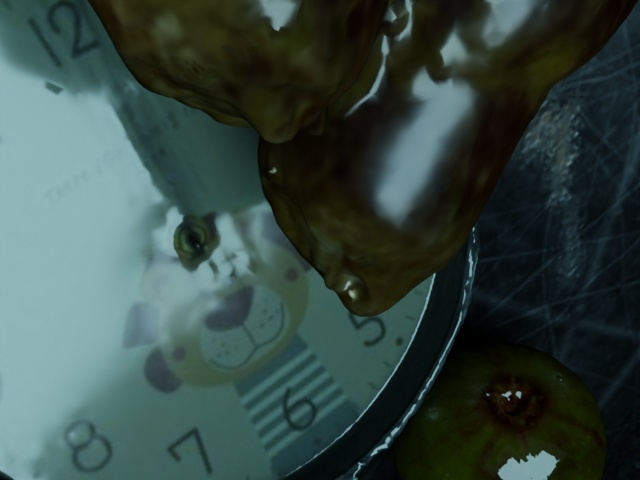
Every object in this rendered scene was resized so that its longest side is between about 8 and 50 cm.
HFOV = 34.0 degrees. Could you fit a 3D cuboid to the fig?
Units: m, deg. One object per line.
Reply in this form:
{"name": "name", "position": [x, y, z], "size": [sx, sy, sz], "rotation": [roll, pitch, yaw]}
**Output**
{"name": "fig", "position": [0.110, 0.156, 0.664], "size": [0.124, 0.124, 0.236], "rotation": [-24, 142, -13]}

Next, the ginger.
{"name": "ginger", "position": [0.055, -0.198, 0.394], "size": [0.254, 0.176, 0.418], "rotation": [40, 78, -39]}

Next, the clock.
{"name": "clock", "position": [-0.062, -0.002, 0.501], "size": [0.313, 0.061, 0.312], "rotation": [-5, 102, -25]}
